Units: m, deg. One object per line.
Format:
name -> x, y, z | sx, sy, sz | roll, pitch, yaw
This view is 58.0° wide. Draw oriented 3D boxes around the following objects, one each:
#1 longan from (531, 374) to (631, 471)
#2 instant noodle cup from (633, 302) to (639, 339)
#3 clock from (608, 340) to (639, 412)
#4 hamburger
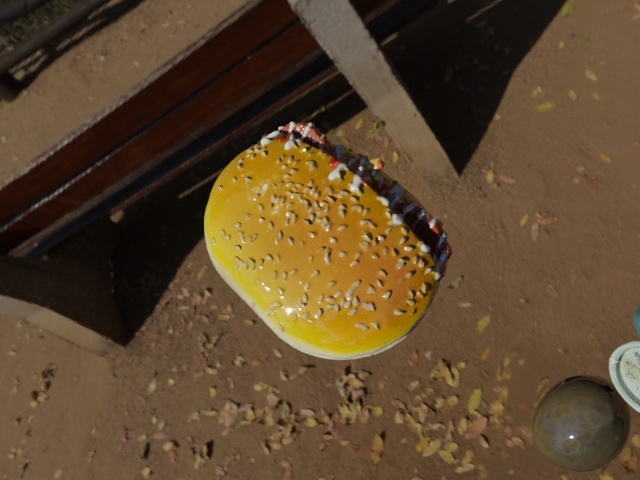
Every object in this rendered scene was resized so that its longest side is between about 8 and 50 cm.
longan -> 0.755, 0.530, 1.686 | 0.300, 0.300, 0.243 | -39, 77, 7
instant noodle cup -> 0.993, 0.225, 1.714 | 0.070, 0.157, 0.179 | 8, 50, 48
clock -> 0.823, 0.337, 1.393 | 0.053, 0.236, 0.237 | -31, 42, -30
hamburger -> 0.000, 0.000, 0.672 | 0.295, 0.151, 0.227 | 42, 73, 16
